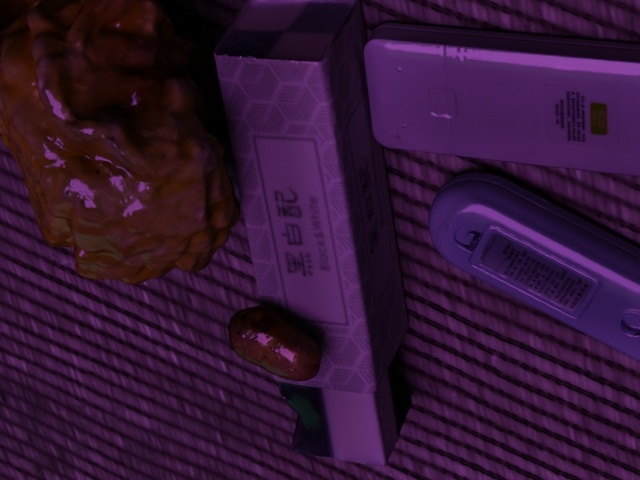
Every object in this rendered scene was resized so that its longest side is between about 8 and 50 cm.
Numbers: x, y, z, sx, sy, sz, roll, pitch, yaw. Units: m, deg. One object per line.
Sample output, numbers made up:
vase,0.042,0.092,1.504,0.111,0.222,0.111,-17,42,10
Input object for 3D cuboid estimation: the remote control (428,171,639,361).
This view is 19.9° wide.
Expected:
remote control,0.197,0.026,1.432,0.244,0.047,0.087,27,129,2

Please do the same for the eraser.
eraser,0.000,0.000,1.473,0.098,0.096,0.404,6,127,21

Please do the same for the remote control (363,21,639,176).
remote control,0.155,-0.104,1.357,0.250,0.034,0.103,7,128,21

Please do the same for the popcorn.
popcorn,-0.158,-0.093,1.390,0.173,0.225,0.286,-20,119,-9

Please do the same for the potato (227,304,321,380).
potato,-0.037,0.083,1.464,0.083,0.040,0.051,28,143,8
